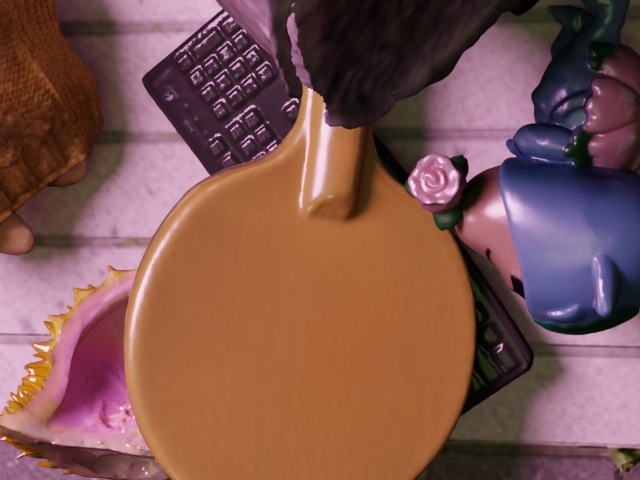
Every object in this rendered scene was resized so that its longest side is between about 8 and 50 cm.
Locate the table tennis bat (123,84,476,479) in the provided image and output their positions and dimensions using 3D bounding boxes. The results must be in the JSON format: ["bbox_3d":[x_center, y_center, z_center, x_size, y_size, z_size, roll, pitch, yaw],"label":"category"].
[{"bbox_3d":[0.000,0.000,0.737,0.198,0.050,0.321,8,89,-15],"label":"table tennis bat"}]

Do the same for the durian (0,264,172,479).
[{"bbox_3d":[-0.086,0.100,0.797,0.182,0.132,0.165,-22,120,-3],"label":"durian"}]

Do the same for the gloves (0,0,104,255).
[{"bbox_3d":[-0.260,-0.126,0.725,0.203,0.155,0.356,-8,130,37],"label":"gloves"}]

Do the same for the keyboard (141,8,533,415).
[{"bbox_3d":[0.042,0.030,0.795,0.103,0.041,0.381,-37,97,20],"label":"keyboard"}]

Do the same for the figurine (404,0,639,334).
[{"bbox_3d":[0.119,-0.040,0.720,0.144,0.114,0.178,4,91,6],"label":"figurine"}]

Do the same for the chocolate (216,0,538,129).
[{"bbox_3d":[0.009,-0.228,0.607,0.213,0.303,0.303,39,112,19],"label":"chocolate"}]
